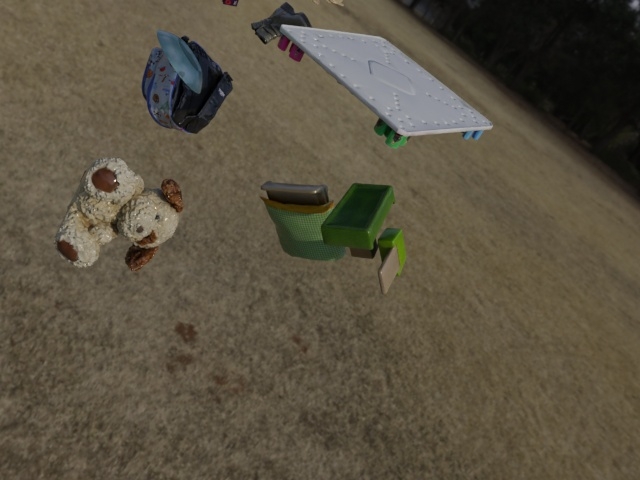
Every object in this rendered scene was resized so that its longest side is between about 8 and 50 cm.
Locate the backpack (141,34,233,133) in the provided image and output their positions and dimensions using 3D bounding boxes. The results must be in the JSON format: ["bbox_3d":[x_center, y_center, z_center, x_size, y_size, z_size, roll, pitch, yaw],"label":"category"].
[{"bbox_3d":[-0.451,-0.487,2.002,0.213,0.264,0.276,8,-11,26],"label":"backpack"}]

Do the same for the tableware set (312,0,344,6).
[{"bbox_3d":[-0.002,-0.702,1.661,0.141,0.020,0.169,-1,75,-30],"label":"tableware set"}]

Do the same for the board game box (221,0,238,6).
[{"bbox_3d":[-0.244,-0.856,1.725,0.056,0.208,0.347,4,61,-27],"label":"board game box"}]

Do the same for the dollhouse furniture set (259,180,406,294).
[{"bbox_3d":[0.000,0.000,1.253,0.301,0.198,0.151,6,42,26],"label":"dollhouse furniture set"}]

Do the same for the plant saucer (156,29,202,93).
[{"bbox_3d":[-0.369,-0.493,1.683,0.195,0.037,0.195,57,11,-18],"label":"plant saucer"}]

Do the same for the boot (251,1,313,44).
[{"bbox_3d":[-0.129,-0.712,2.114,0.246,0.161,0.083,49,-8,43],"label":"boot"}]

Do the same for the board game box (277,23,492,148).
[{"bbox_3d":[0.148,-0.345,1.386,0.389,0.050,0.390,-15,54,-48],"label":"board game box"}]

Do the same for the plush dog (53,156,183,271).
[{"bbox_3d":[-0.424,-0.063,1.363,0.225,0.262,0.211,26,21,-23],"label":"plush dog"}]
